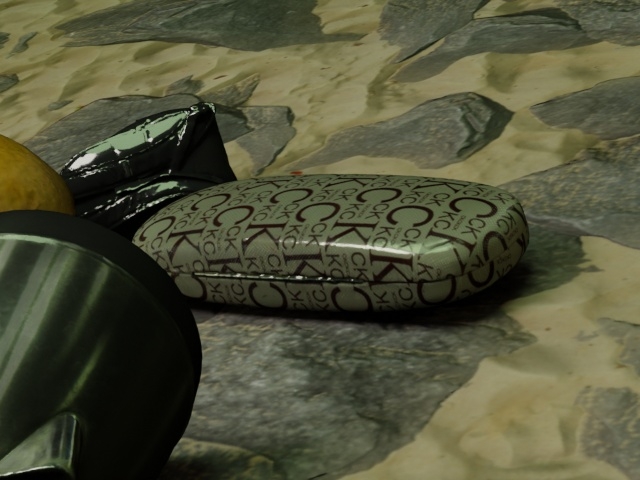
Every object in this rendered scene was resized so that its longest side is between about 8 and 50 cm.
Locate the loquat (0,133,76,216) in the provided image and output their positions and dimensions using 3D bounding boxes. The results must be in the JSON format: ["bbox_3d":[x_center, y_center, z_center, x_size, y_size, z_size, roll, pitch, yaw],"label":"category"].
[{"bbox_3d":[-0.318,0.006,1.424,0.238,0.193,0.238,6,31,-4],"label":"loquat"}]

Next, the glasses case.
[{"bbox_3d":[0.000,0.000,1.360,0.355,0.085,0.137,1,28,37],"label":"glasses case"}]

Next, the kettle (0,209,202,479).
[{"bbox_3d":[-0.219,0.136,1.030,0.251,0.207,0.271,-3,31,12],"label":"kettle"}]

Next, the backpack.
[{"bbox_3d":[-0.162,-0.055,1.577,0.165,0.120,0.106,-15,0,1],"label":"backpack"}]
